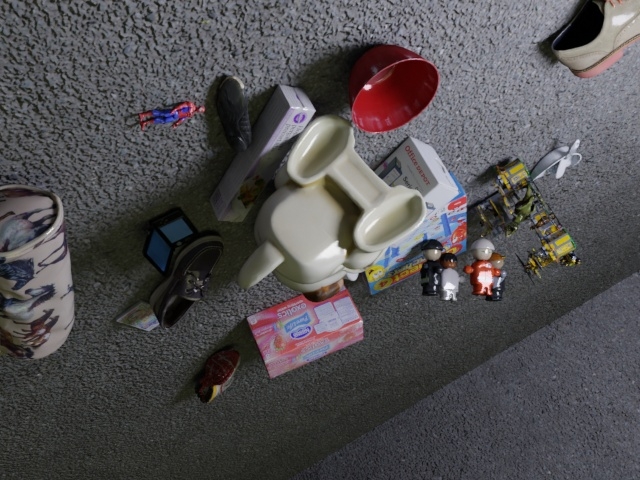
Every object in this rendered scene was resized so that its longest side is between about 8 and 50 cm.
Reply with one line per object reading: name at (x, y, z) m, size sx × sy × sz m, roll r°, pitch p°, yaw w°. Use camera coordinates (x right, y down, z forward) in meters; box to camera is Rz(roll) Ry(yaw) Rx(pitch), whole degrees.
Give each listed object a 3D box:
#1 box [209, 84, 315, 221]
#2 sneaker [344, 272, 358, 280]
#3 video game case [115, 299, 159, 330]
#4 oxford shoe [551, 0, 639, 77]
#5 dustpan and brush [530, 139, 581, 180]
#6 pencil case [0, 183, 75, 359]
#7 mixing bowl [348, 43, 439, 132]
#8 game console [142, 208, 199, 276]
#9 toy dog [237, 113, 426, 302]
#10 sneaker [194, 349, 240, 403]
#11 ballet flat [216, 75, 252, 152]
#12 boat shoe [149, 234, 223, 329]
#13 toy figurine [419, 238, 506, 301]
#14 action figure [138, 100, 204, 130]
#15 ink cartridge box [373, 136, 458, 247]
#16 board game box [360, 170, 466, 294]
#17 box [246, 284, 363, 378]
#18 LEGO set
box at (-0.122, -0.163, 1.396) m, size 0.063 × 0.067 × 0.324 m, roll 1°, pitch 140°, yaw -40°
sneaker at (0.021, 0.039, 1.823) m, size 0.094 × 0.080 × 0.212 m, roll 5°, pitch 148°, yaw 30°
video game case at (-0.435, 0.187, 1.749) m, size 0.087 × 0.011 × 0.122 m, roll -35°, pitch 149°, yaw 13°
oxford shoe at (0.629, -0.480, 1.435) m, size 0.130 × 0.123 × 0.348 m, roll 13°, pitch 131°, yaw -41°
dustpan and brush at (0.656, -0.222, 1.911) m, size 0.147 × 0.060 × 0.211 m, roll -21°, pitch 150°, yaw -9°
pencil case at (-0.564, 0.074, 1.324) m, size 0.183 × 0.160 × 0.410 m, roll -20°, pitch 150°, yaw -27°
mixing bowl at (0.123, -0.302, 1.337) m, size 0.181 × 0.098 × 0.181 m, roll -19°, pitch 148°, yaw -12°
game console at (-0.316, 0.006, 1.500) m, size 0.107 × 0.071 × 0.122 m, roll -26°, pitch 150°, yaw -1°
toy dog at (0.000, 0.000, 1.495) m, size 0.395 × 0.284 × 0.408 m, roll -52°, pitch 177°, yaw -15°
sneaker at (-0.300, 0.398, 2.129) m, size 0.092 × 0.088 × 0.225 m, roll -23°, pitch 157°, yaw -50°
ballet flat at (-0.157, -0.235, 1.294) m, size 0.057 × 0.049 × 0.173 m, roll 5°, pitch 142°, yaw 3°
boat shoe at (-0.303, 0.101, 1.636) m, size 0.102 × 0.092 × 0.285 m, roll 10°, pitch 133°, yaw -45°
toy figurine at (0.377, 0.079, 1.856) m, size 0.213 × 0.148 × 0.209 m, roll -3°, pitch 168°, yaw 30°
action figure at (-0.260, -0.220, 1.241) m, size 0.115 × 0.030 × 0.038 m, roll -19°, pitch 144°, yaw -17°
ink cartridge box at (0.192, -0.109, 1.632) m, size 0.212 × 0.154 × 0.093 m, roll -42°, pitch 146°, yaw 26°
board game box at (0.237, -0.011, 1.888) m, size 0.308 × 0.086 × 0.302 m, roll -25°, pitch 150°, yaw -2°
box at (-0.040, 0.254, 2.018) m, size 0.299 × 0.154 × 0.142 m, roll -22°, pitch 150°, yaw -9°
LEGO set at (0.521, -0.036, 1.879) m, size 0.192 × 0.331 × 0.255 m, roll -32°, pitch 170°, yaw 12°
